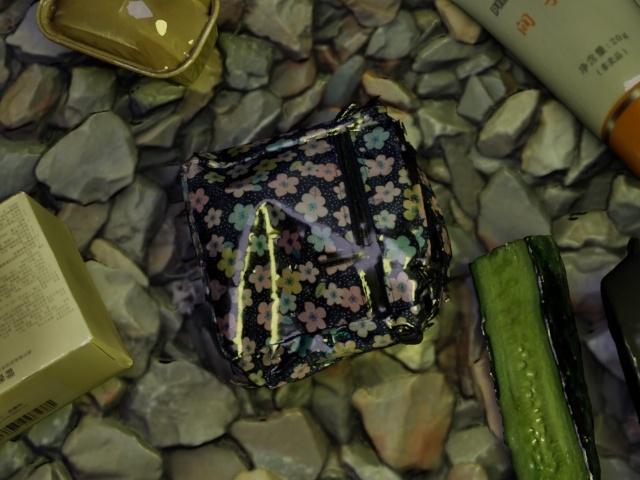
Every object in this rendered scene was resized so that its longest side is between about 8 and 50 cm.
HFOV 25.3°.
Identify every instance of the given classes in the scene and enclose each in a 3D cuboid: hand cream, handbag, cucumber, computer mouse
[{"bbox_3d":[0.222,-0.185,1.212,0.140,0.089,0.314,-43,57,10],"label":"hand cream"},{"bbox_3d":[0.000,0.000,1.177,0.208,0.127,0.228,-15,66,3],"label":"handbag"},{"bbox_3d":[0.180,0.104,1.127,0.078,0.062,0.211,-29,66,42],"label":"cucumber"},{"bbox_3d":[0.277,0.138,1.025,0.087,0.168,0.295,-16,69,8],"label":"computer mouse"}]

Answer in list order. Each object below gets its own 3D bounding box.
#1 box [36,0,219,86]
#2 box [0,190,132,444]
[{"bbox_3d":[-0.175,-0.206,1.319,0.177,0.111,0.111,20,76,22],"label":"box"},{"bbox_3d":[-0.298,0.087,1.247,0.212,0.095,0.168,-31,63,4],"label":"box"}]
